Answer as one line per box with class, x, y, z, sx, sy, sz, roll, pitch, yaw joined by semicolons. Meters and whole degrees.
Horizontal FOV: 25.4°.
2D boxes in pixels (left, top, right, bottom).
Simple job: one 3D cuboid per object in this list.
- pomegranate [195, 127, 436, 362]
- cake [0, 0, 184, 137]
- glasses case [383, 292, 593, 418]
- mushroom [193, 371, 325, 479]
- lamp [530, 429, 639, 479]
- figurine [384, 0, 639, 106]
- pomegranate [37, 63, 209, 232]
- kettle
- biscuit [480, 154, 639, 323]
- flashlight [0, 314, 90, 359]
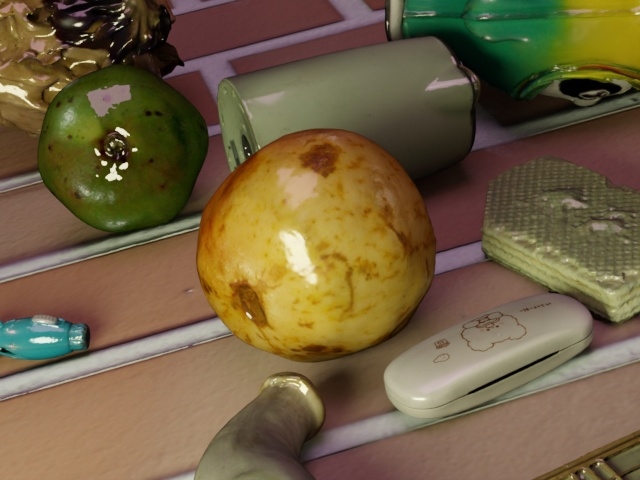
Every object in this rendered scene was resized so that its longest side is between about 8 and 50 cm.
pomegranate;0.000;0.000;1.263;0.215;0.215;0.215;-8;30;5
cake;-0.299;-0.277;1.737;0.321;0.332;0.332;11;36;30
glasses case;0.145;0.097;1.210;0.193;0.049;0.074;-23;32;-18
mushroom;-0.042;0.183;1.074;0.118;0.103;0.270;-13;24;-3
lamp;0.167;0.208;0.971;0.325;0.090;0.089;-21;30;-19
figurine;0.260;-0.269;1.629;0.340;0.231;0.323;3;13;17
pomegranate;-0.213;-0.099;1.563;0.187;0.187;0.225;-8;0;4
kettle;0.024;-0.126;1.545;0.255;0.165;0.240;-18;2;-15
biscuit;0.248;-0.013;1.365;0.150;0.052;0.252;-26;32;-24
flashlight;-0.285;0.096;1.360;0.129;0.051;0.051;-1;30;6
